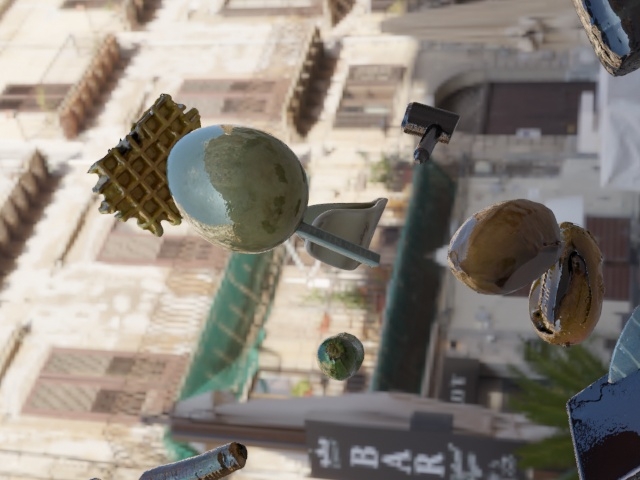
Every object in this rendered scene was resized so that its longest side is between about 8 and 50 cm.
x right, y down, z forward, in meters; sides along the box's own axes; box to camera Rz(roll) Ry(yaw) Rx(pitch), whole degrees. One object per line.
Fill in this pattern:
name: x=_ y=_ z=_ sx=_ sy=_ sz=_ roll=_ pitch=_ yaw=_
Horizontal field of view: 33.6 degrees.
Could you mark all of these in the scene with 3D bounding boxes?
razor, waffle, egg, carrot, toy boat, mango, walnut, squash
razor: x=0.428 y=-0.425 z=1.628 sx=0.204 sy=0.113 sz=0.349 roll=7 pitch=-117 yaw=-78
waffle: x=-0.355 y=-0.162 z=2.254 sx=0.065 sy=0.283 sz=0.310 roll=-4 pitch=86 yaw=62
egg: x=-0.153 y=-0.100 z=1.862 sx=0.218 sy=0.295 sz=0.218 roll=-27 pitch=-47 yaw=-34
carrot: x=-0.254 y=0.457 z=2.097 sx=0.070 sy=0.260 sz=0.070 roll=39 pitch=-143 yaw=-39
toy boat: x=0.443 y=0.151 z=1.482 sx=0.096 sy=0.122 sz=0.034 roll=52 pitch=-168 yaw=-4
razor: x=0.006 y=-0.002 z=2.223 sx=0.056 sy=0.277 sz=0.111 roll=-30 pitch=45 yaw=59
mango: x=0.488 y=0.087 z=2.097 sx=0.151 sy=0.156 sz=0.249 roll=-15 pitch=-72 yaw=-45
walnut: x=0.280 y=0.008 z=1.578 sx=0.245 sy=0.137 sz=0.137 roll=-22 pitch=-62 yaw=-37
squash: x=0.034 y=0.188 z=1.723 sx=0.219 sy=0.068 sz=0.077 roll=7 pitch=-116 yaw=-84

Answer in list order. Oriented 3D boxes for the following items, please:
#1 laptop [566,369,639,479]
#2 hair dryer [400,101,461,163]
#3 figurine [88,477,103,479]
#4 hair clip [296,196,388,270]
laptop: x=0.423 y=0.270 z=1.514 sx=0.026 sy=0.154 sz=0.207 roll=38 pitch=-152 yaw=-19
hair dryer: x=0.204 y=-0.206 z=2.145 sx=0.248 sy=0.114 sz=0.071 roll=-58 pitch=-17 yaw=-58
figurine: x=-0.426 y=0.511 z=2.088 sx=0.047 sy=0.106 sz=0.060 roll=-54 pitch=-39 yaw=6
hair clip: x=0.055 y=-0.019 z=2.443 sx=0.282 sy=0.113 sz=0.173 roll=8 pitch=-69 yaw=-39
